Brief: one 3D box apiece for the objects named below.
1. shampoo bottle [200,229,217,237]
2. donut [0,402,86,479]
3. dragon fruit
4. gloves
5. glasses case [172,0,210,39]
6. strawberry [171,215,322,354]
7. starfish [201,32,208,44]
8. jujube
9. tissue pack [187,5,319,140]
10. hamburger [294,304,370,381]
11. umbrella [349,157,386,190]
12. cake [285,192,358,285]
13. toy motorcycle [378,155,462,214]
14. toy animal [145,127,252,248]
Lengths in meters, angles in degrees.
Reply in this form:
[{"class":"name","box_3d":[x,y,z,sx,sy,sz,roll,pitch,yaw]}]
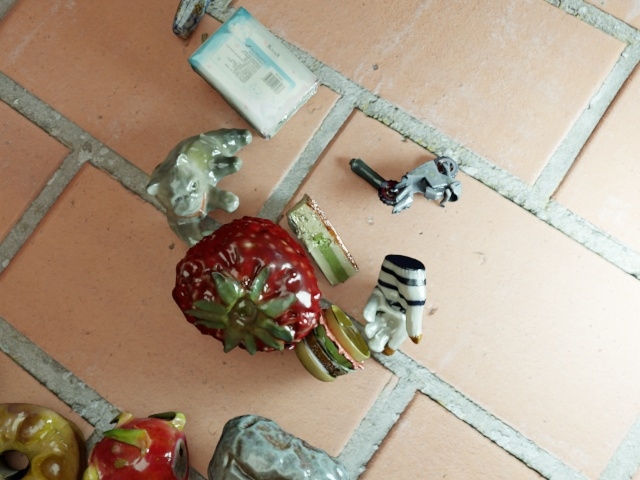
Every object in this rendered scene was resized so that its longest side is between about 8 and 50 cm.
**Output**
[{"class":"shampoo bottle","box_3d":[-0.248,0.109,1.725,0.085,0.085,0.262,-12,75,4]},{"class":"donut","box_3d":[-0.690,0.508,1.645,0.317,0.150,0.299,41,84,15]},{"class":"dragon fruit","box_3d":[-0.401,0.487,1.594,0.227,0.224,0.224,1,76,9]},{"class":"gloves","box_3d":[0.173,0.152,1.658,0.140,0.131,0.218,12,108,7]},{"class":"glasses case","box_3d":[-0.323,-0.651,1.920,0.065,0.087,0.248,25,79,-1]},{"class":"strawberry","box_3d":[-0.142,0.065,1.604,0.318,0.295,0.345,9,41,3]},{"class":"starfish","box_3d":[-0.210,-0.471,1.883,0.138,0.050,0.247,-31,78,-3]},{"class":"jujube","box_3d":[-0.088,0.507,1.542,0.317,0.226,0.226,26,80,7]},{"class":"tissue pack","box_3d":[-0.162,-0.409,1.790,0.271,0.124,0.201,44,93,0]},{"class":"hamburger","box_3d":[0.016,0.238,1.627,0.137,0.175,0.175,-35,75,10]},{"class":"umbrella","box_3d":[0.124,-0.154,1.773,0.133,0.031,0.036,40,59,16]},{"class":"cake","box_3d":[-0.004,-0.007,1.749,0.086,0.117,0.220,-35,108,0]},{"class":"toy motorcycle","box_3d":[0.246,-0.119,1.723,0.215,0.080,0.122,-25,67,-15]},{"class":"toy animal","box_3d":[-0.297,-0.179,1.725,0.308,0.188,0.266,-48,40,-4]}]
